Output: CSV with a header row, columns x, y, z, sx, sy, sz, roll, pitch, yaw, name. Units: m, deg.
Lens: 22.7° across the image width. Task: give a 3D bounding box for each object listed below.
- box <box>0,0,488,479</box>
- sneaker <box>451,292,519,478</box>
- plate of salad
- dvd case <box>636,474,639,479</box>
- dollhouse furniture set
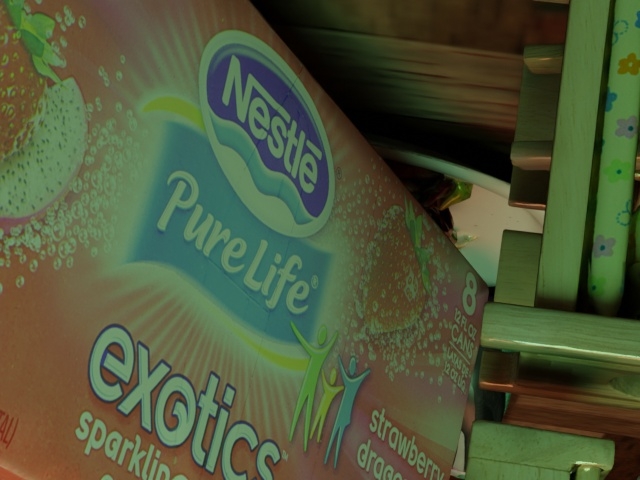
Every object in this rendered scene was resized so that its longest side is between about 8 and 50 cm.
x,y,z,sx,sy,sz,roll,pitch,yaw,name
-0.085,0.009,0.424,0.154,0.142,0.300,1,154,31,box
0.041,0.062,0.749,0.098,0.083,0.223,15,172,7,sneaker
0.000,0.000,0.612,0.200,0.048,0.200,9,166,2,plate of salad
0.240,0.055,0.481,0.179,0.029,0.239,16,144,-26,dvd case
0.092,0.029,0.398,0.101,0.182,0.161,7,165,7,dollhouse furniture set
